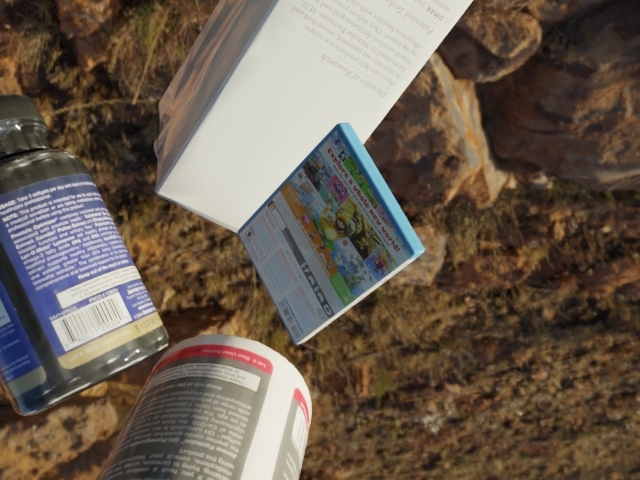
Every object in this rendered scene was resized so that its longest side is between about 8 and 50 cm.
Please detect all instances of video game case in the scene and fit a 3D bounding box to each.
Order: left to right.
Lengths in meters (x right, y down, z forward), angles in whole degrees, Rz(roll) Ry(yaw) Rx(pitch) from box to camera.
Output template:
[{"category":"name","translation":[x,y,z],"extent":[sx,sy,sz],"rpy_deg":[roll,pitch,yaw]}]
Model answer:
[{"category":"video game case","translation":[0.000,0.000,0.584],"extent":[0.015,0.119,0.166],"rpy_deg":[-14,160,-44]}]

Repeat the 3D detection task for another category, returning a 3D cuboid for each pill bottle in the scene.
[{"category":"pill bottle","translation":[-0.214,0.008,0.537],"extent":[0.123,0.219,0.123],"rpy_deg":[-25,180,0]},{"category":"pill bottle","translation":[-0.115,0.243,0.623],"extent":[0.177,0.318,0.176],"rpy_deg":[4,121,7]}]

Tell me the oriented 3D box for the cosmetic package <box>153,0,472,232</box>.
[{"category":"cosmetic package","translation":[-0.010,-0.207,0.703],"extent":[0.156,0.217,0.385],"rpy_deg":[25,118,-25]}]
